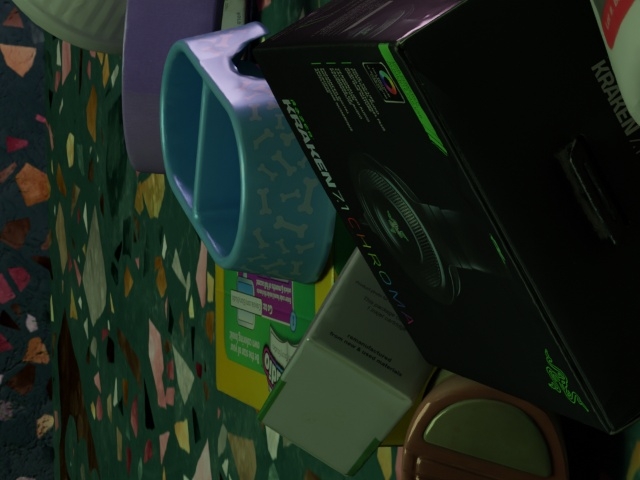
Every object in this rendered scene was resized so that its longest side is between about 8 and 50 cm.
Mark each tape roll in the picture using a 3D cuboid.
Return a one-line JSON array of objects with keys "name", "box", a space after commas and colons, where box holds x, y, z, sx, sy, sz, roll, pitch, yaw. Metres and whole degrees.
[{"name": "tape roll", "box": [-0.133, -0.202, 1.899, 0.275, 0.090, 0.275, 5, -90, -86]}]

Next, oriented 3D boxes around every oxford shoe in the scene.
[{"name": "oxford shoe", "box": [0.118, 0.249, 1.304, 0.146, 0.140, 0.397, -69, -14, -65]}]

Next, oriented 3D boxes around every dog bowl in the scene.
[{"name": "dog bowl", "box": [-0.067, -0.075, 1.535, 0.297, 0.074, 0.166, -126, 39, -58]}]

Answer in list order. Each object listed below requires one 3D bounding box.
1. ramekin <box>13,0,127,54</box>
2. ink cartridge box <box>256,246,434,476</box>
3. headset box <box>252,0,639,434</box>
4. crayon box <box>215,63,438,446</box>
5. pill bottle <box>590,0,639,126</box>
[{"name": "ramekin", "box": [-0.228, -0.354, 2.090, 0.127, 0.273, 0.273, -44, 49, 50]}, {"name": "ink cartridge box", "box": [0.053, 0.042, 1.325, 0.208, 0.087, 0.153, -58, -1, -32]}, {"name": "headset box", "box": [0.109, -0.039, 1.077, 0.246, 0.131, 0.283, 60, 166, -14]}, {"name": "crayon box", "box": [0.000, 0.000, 1.632, 0.363, 0.106, 0.313, -169, 77, -72]}, {"name": "pill bottle", "box": [0.191, -0.214, 0.899, 0.176, 0.176, 0.318, 115, 149, -54]}]
